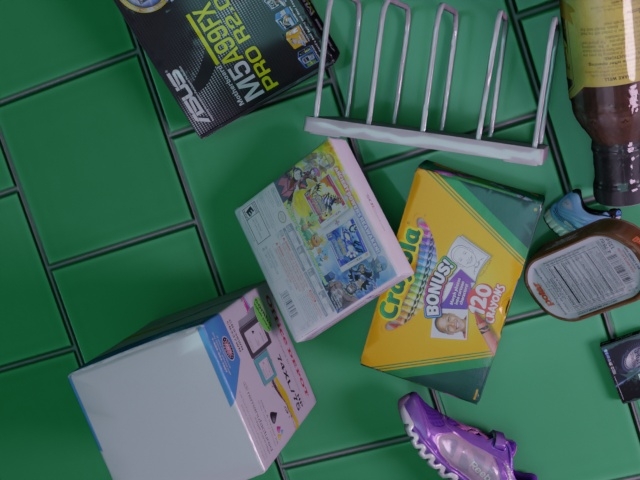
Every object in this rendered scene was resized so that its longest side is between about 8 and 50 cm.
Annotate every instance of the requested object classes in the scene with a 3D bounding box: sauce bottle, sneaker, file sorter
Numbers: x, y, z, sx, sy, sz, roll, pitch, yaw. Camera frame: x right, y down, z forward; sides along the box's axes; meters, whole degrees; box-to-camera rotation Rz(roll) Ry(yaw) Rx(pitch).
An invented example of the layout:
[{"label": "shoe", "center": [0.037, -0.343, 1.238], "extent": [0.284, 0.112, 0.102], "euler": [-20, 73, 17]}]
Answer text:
[{"label": "sauce bottle", "center": [0.344, -0.209, 1.252], "extent": [0.111, 0.111, 0.344], "euler": [-4, 110, 15]}, {"label": "sneaker", "center": [0.362, -0.004, 1.331], "extent": [0.162, 0.063, 0.073], "euler": [38, 104, 5]}, {"label": "sneaker", "center": [0.203, 0.282, 1.415], "extent": [0.104, 0.095, 0.236], "euler": [-42, 93, 11]}, {"label": "file sorter", "center": [0.146, -0.197, 1.285], "extent": [0.277, 0.193, 0.173], "euler": [10, 99, 12]}]

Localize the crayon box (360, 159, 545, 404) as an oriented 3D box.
[{"label": "crayon box", "center": [0.170, 0.052, 1.379], "extent": [0.165, 0.081, 0.278], "euler": [18, 104, 11]}]

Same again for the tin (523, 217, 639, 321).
[{"label": "tin", "center": [0.329, 0.038, 1.300], "extent": [0.106, 0.040, 0.189], "euler": [57, 142, -1]}]

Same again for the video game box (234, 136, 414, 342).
[{"label": "video game box", "center": [0.000, 0.000, 1.386], "extent": [0.187, 0.048, 0.205], "euler": [-35, 73, 33]}]

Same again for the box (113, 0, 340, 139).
[{"label": "box", "center": [-0.133, -0.299, 1.377], "extent": [0.216, 0.060, 0.270], "euler": [-26, 105, 16]}]

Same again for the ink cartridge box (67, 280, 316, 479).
[{"label": "ink cartridge box", "center": [-0.156, 0.196, 1.392], "extent": [0.197, 0.270, 0.198], "euler": [-22, 94, 16]}]

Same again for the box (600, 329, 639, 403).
[{"label": "box", "center": [0.408, 0.162, 1.371], "extent": [0.067, 0.018, 0.083], "euler": [-20, 94, 17]}]
